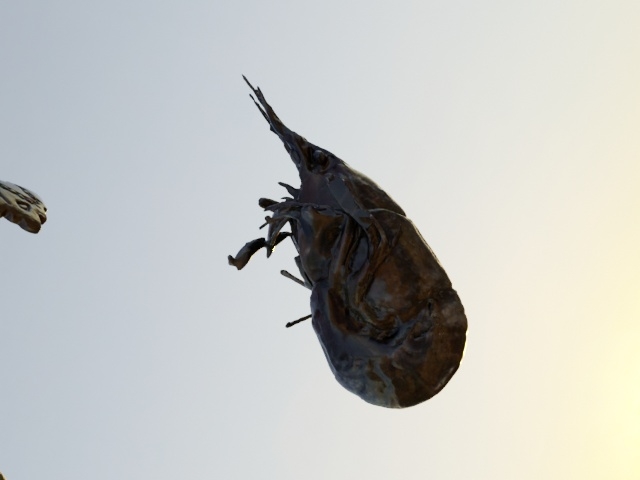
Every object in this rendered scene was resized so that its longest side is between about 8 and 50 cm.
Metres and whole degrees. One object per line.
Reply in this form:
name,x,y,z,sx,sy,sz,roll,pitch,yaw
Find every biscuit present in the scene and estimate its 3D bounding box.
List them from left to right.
biscuit,-0.277,-0.035,1.748,0.016,0.082,0.092,-59,-12,18

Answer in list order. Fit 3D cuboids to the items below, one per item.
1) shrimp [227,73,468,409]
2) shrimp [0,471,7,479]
shrimp,0.006,-0.002,1.680,0.145,0.343,0.116,-38,-20,18
shrimp,-0.335,0.192,1.370,0.085,0.246,0.360,-99,0,-53
